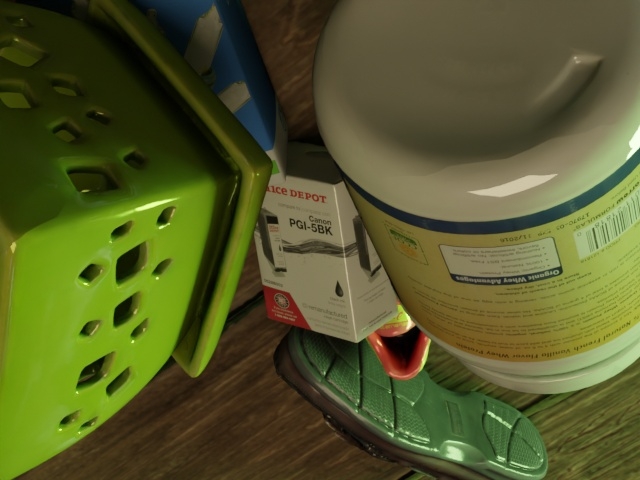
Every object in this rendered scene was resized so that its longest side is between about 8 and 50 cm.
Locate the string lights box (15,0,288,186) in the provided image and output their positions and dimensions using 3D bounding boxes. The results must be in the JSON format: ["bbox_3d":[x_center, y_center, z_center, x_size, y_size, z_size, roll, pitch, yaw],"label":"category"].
[{"bbox_3d":[-0.123,-0.146,1.008,0.133,0.076,0.259,-12,132,11],"label":"string lights box"}]

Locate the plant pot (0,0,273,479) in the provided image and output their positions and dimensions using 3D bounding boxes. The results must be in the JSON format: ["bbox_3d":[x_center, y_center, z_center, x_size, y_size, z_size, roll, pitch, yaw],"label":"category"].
[{"bbox_3d":[-0.168,-0.017,0.903,0.207,0.227,0.228,-18,143,-36],"label":"plant pot"}]

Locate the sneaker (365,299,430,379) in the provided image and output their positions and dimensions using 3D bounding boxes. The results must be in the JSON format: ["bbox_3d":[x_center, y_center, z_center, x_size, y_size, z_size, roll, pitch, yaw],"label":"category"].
[{"bbox_3d":[0.060,0.030,1.166,0.081,0.094,0.208,-10,131,9],"label":"sneaker"}]

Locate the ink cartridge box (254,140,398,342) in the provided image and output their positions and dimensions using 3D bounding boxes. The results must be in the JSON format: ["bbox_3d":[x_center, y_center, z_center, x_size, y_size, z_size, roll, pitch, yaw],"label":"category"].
[{"bbox_3d":[0.000,0.000,1.106,0.099,0.056,0.135,12,121,40],"label":"ink cartridge box"}]

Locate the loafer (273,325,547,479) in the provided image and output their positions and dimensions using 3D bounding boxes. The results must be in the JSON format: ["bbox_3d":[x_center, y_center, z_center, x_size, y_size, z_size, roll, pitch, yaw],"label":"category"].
[{"bbox_3d":[0.071,0.168,1.289,0.302,0.109,0.095,27,130,-28],"label":"loafer"}]

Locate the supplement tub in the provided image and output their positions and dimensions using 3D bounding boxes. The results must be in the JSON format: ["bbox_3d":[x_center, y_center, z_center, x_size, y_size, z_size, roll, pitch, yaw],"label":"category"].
[{"bbox_3d":[0.138,-0.045,0.983,0.228,0.228,0.316,-13,146,10],"label":"supplement tub"}]
